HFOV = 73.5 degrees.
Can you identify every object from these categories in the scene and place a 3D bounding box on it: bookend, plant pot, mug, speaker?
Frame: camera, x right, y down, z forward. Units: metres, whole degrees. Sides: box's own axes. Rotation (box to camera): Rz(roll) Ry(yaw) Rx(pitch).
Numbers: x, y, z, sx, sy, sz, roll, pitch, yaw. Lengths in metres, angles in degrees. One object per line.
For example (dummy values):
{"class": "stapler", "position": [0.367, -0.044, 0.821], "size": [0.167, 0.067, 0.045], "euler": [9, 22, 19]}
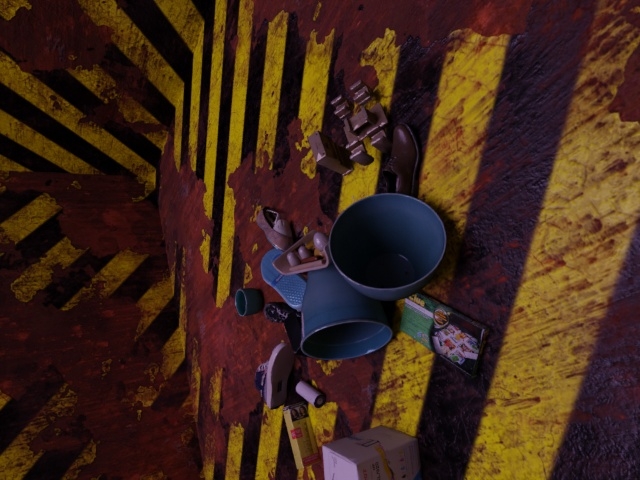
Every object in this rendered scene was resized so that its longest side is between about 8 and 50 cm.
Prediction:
{"class": "bookend", "position": [-0.037, 0.348, 1.567], "size": [0.072, 0.157, 0.156], "euler": [-54, 35, 19]}
{"class": "plant pot", "position": [0.060, 0.198, 1.327], "size": [0.271, 0.272, 0.255], "euler": [-54, 36, 43]}
{"class": "mug", "position": [-0.344, 0.287, 2.059], "size": [0.158, 0.098, 0.129], "euler": [34, 120, 51]}
{"class": "speaker", "position": [-0.040, 0.597, 1.666], "size": [0.136, 0.055, 0.055], "euler": [11, 102, 55]}
{"class": "plant pot", "position": [0.182, 0.047, 1.146], "size": [0.290, 0.290, 0.195], "euler": [59, 173, 35]}

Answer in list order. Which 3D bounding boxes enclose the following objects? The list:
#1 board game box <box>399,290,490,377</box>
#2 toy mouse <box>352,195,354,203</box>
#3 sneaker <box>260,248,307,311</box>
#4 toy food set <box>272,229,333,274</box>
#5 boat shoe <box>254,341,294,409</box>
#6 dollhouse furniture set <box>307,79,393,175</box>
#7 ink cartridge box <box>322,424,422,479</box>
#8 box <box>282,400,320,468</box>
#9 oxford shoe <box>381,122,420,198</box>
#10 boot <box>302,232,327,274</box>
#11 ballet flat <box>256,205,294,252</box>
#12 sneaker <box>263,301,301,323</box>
{"class": "board game box", "position": [0.317, 0.234, 1.135], "size": [0.260, 0.030, 0.136], "euler": [30, 119, 51]}
{"class": "toy mouse", "position": [0.122, -0.041, 1.402], "size": [0.143, 0.031, 0.161], "euler": [56, 136, 38]}
{"class": "sneaker", "position": [-0.092, 0.174, 1.589], "size": [0.127, 0.208, 0.319], "euler": [-42, 48, 1]}
{"class": "toy food set", "position": [0.000, 0.000, 1.342], "size": [0.306, 0.220, 0.092], "euler": [-15, 110, 54]}
{"class": "boat shoe", "position": [-0.214, 0.556, 1.854], "size": [0.158, 0.127, 0.340], "euler": [32, 119, 42]}
{"class": "dollhouse furniture set", "position": [0.110, -0.326, 1.348], "size": [0.242, 0.161, 0.212], "euler": [-29, 67, 29]}
{"class": "ink cartridge box", "position": [0.149, 0.664, 1.229], "size": [0.168, 0.233, 0.171], "euler": [-11, 83, 56]}
{"class": "box", "position": [-0.077, 0.772, 1.706], "size": [0.058, 0.087, 0.232], "euler": [-43, 57, 49]}
{"class": "oxford shoe", "position": [0.219, -0.217, 1.191], "size": [0.083, 0.096, 0.227], "euler": [-4, 87, 58]}
{"class": "boot", "position": [-0.003, 0.100, 1.561], "size": [0.213, 0.077, 0.165], "euler": [-57, 50, 39]}
{"class": "ballet flat", "position": [-0.186, -0.057, 1.804], "size": [0.316, 0.108, 0.106], "euler": [44, 113, 45]}
{"class": "sneaker", "position": [-0.100, 0.308, 1.708], "size": [0.267, 0.106, 0.101], "euler": [27, 110, 30]}
